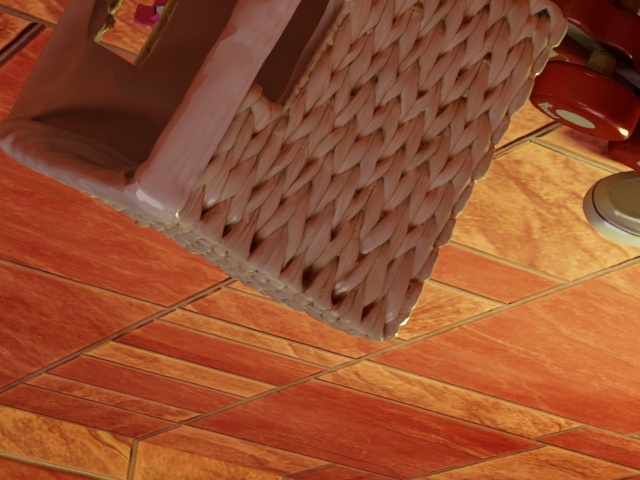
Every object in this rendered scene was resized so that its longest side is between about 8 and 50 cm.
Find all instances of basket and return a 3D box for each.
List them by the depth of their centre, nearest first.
[{"bbox_3d":[-0.032,-0.133,1.401,0.266,0.328,0.331,32,174,-28],"label":"basket"}]

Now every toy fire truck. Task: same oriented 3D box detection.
[{"bbox_3d":[0.256,-0.177,1.661,0.302,0.169,0.254,27,175,-41],"label":"toy fire truck"}]

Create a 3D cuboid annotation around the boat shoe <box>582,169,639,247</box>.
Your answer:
[{"bbox_3d":[0.437,-0.043,2.006,0.267,0.096,0.088,8,154,-8],"label":"boat shoe"}]

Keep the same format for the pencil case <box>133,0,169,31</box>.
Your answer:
[{"bbox_3d":[-0.065,-0.222,1.684,0.236,0.104,0.104,-14,151,39],"label":"pencil case"}]
